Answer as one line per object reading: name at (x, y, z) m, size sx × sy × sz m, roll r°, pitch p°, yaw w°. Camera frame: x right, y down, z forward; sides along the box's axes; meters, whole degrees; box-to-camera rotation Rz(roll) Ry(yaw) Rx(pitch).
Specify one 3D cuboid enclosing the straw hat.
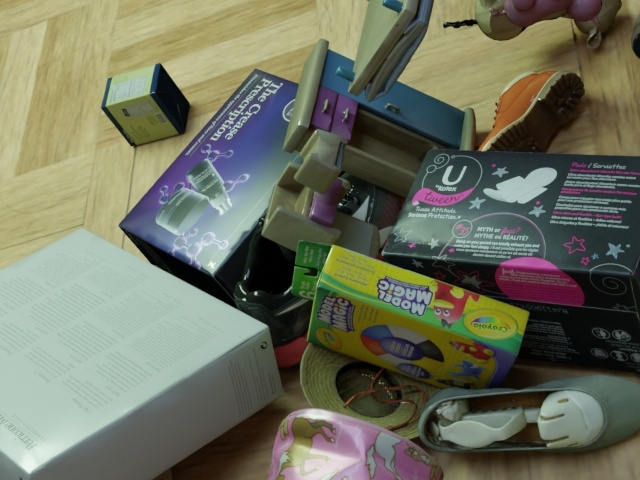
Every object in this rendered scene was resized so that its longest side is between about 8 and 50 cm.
straw hat at (0.045, 0.155, 1.255) m, size 0.144 × 0.061 × 0.145 m, roll 5°, pitch 51°, yaw -7°

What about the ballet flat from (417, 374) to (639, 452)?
ballet flat at (0.190, 0.166, 1.148) m, size 0.213 × 0.072 × 0.068 m, roll -6°, pitch 10°, yaw 22°

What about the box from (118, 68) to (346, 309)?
box at (-0.079, -0.059, 1.484) m, size 0.184 × 0.103 × 0.261 m, roll 26°, pitch 70°, yaw 39°

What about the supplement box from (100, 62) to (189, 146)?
supplement box at (-0.232, -0.179, 1.681) m, size 0.083 × 0.083 × 0.056 m, roll -12°, pitch 49°, yaw 21°

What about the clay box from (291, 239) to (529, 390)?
clay box at (0.073, 0.077, 1.196) m, size 0.222 × 0.127 × 0.053 m, roll 18°, pitch 61°, yaw 5°

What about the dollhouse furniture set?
dollhouse furniture set at (0.110, -0.153, 1.262) m, size 0.303 × 0.198 × 0.286 m, roll 126°, pitch 161°, yaw -49°

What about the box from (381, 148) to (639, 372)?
box at (0.214, 0.017, 1.204) m, size 0.247 × 0.163 × 0.142 m, roll 5°, pitch 54°, yaw 33°

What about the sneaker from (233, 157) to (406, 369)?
sneaker at (0.000, 0.000, 1.364) m, size 0.097 × 0.135 × 0.276 m, roll 18°, pitch 63°, yaw 41°

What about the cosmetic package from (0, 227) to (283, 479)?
cosmetic package at (-0.267, 0.133, 1.349) m, size 0.284 × 0.098 × 0.377 m, roll -28°, pitch 33°, yaw -31°

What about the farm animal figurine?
farm animal figurine at (0.352, -0.277, 1.377) m, size 0.326 × 0.172 × 0.330 m, roll -40°, pitch 36°, yaw -22°

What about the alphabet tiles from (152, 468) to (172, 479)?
alphabet tiles at (-0.279, 0.342, 1.254) m, size 0.285 × 0.011 × 0.343 m, roll -11°, pitch 57°, yaw 1°

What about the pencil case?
pencil case at (-0.018, 0.337, 1.086) m, size 0.167 × 0.160 × 0.386 m, roll 26°, pitch 61°, yaw -6°

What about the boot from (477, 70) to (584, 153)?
boot at (0.215, -0.127, 1.405) m, size 0.158 × 0.059 × 0.084 m, roll -47°, pitch 33°, yaw -10°
